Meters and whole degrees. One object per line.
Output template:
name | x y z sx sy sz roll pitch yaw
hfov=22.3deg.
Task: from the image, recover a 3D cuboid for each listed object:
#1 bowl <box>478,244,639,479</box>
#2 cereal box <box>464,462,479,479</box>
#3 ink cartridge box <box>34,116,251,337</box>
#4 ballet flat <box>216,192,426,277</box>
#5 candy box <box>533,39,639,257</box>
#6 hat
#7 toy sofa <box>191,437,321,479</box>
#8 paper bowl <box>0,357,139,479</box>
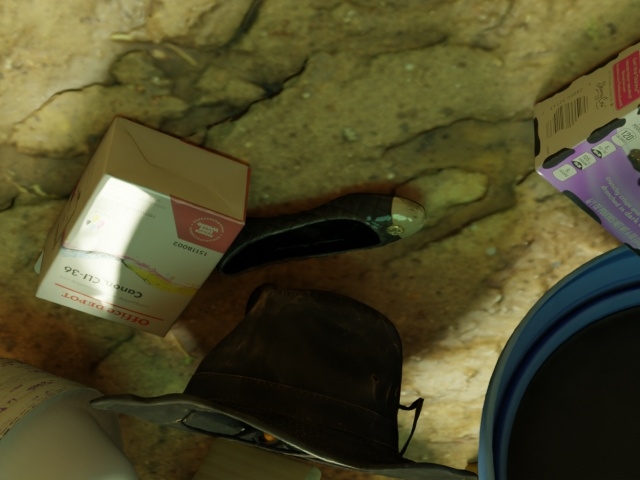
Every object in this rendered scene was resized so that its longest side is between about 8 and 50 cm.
bowl | 0.304 0.182 1.214 0.391 0.391 0.077 8 153 -5
cereal box | 0.195 0.344 1.546 0.047 0.173 0.240 -13 134 18
ink cartridge box | -0.148 0.005 1.276 0.115 0.067 0.198 20 136 -17
ballet flat | 0.000 0.000 1.272 0.173 0.049 0.057 -11 137 16
candy box | 0.278 -0.075 1.153 0.165 0.070 0.196 36 129 -29
hat | -0.013 0.109 1.304 0.331 0.134 0.331 14 172 2
toy sofa | 0.009 0.352 1.527 0.150 0.177 0.362 9 152 49
paper bowl | -0.258 0.253 1.378 0.148 0.284 0.284 18 142 21
